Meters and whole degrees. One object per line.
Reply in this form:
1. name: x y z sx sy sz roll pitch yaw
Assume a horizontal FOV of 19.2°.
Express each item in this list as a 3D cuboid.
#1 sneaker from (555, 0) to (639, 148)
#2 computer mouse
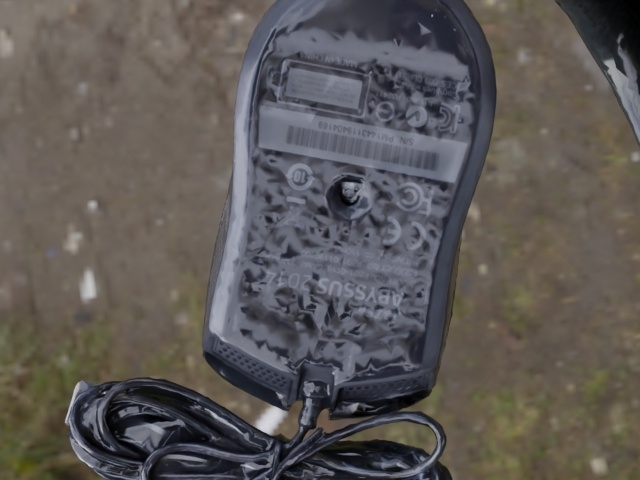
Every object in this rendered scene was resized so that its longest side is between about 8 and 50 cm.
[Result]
1. sneaker: 0.124 -0.007 0.370 0.267 0.106 0.101 47 153 -15
2. computer mouse: 0.000 0.000 0.896 0.072 0.188 0.272 -79 4 -84
